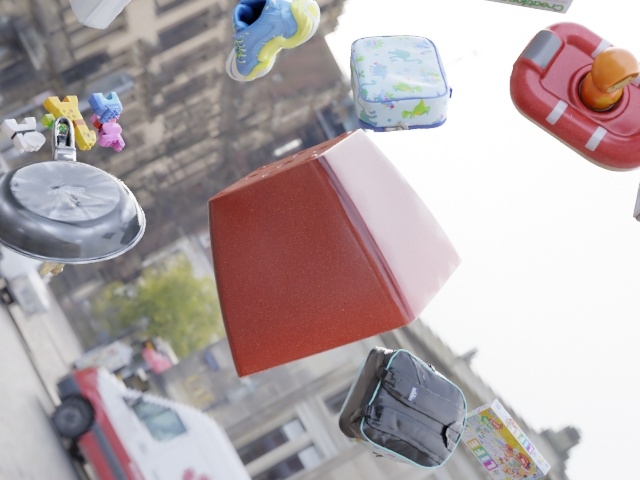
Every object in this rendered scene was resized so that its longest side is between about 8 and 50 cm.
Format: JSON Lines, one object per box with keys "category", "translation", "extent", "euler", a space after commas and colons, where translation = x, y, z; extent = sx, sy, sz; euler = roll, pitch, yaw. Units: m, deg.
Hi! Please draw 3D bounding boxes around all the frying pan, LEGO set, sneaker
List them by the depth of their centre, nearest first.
{"category": "frying pan", "translation": [-0.294, -0.073, 1.544], "extent": [0.326, 0.197, 0.053], "euler": [-68, 173, -56]}
{"category": "LEGO set", "translation": [-0.386, -0.178, 2.007], "extent": [0.087, 0.227, 0.093], "euler": [-41, -109, 39]}
{"category": "sneaker", "translation": [-0.113, -0.345, 2.046], "extent": [0.240, 0.126, 0.091], "euler": [-30, -126, 45]}

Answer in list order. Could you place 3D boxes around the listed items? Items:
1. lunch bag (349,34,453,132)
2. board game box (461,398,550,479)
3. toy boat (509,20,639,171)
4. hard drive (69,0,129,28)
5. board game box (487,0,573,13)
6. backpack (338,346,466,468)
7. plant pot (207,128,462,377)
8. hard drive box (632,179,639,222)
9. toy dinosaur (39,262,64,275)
{"category": "lunch bag", "translation": [0.146, -0.289, 2.282], "extent": [0.219, 0.176, 0.090], "euler": [-99, -174, -48]}
{"category": "board game box", "translation": [0.315, 0.360, 2.179], "extent": [0.154, 0.026, 0.103], "euler": [51, -47, -3]}
{"category": "toy boat", "translation": [0.364, -0.196, 1.592], "extent": [0.231, 0.151, 0.151], "euler": [34, -17, 4]}
{"category": "hard drive", "translation": [-0.180, -0.424, 1.316], "extent": [0.353, 0.047, 0.233], "euler": [-39, -118, 36]}
{"category": "board game box", "translation": [0.230, -0.441, 1.617], "extent": [0.053, 0.193, 0.305], "euler": [111, -15, -60]}
{"category": "backpack", "translation": [0.134, 0.275, 2.001], "extent": [0.188, 0.166, 0.144], "euler": [29, -16, -19]}
{"category": "plant pot", "translation": [0.000, 0.000, 1.680], "extent": [0.235, 0.267, 0.267], "euler": [67, 25, -9]}
{"category": "hard drive box", "translation": [0.429, -0.129, 1.278], "extent": [0.089, 0.181, 0.232], "euler": [24, -35, -5]}
{"category": "toy dinosaur", "translation": [-0.404, 0.016, 1.922], "extent": [0.053, 0.092, 0.183], "euler": [41, -9, 11]}
